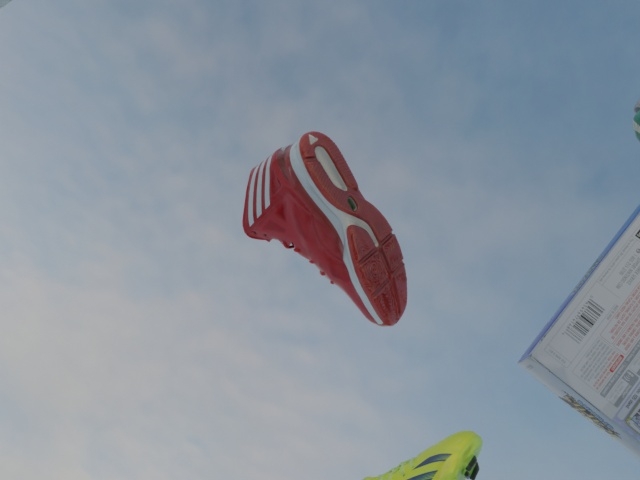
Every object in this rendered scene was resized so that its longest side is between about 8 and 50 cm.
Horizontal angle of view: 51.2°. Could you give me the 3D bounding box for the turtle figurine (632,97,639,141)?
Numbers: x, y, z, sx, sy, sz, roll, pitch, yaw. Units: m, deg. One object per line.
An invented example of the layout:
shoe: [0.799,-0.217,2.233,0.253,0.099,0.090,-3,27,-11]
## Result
turtle figurine: [0.257,-0.080,0.339,0.175,0.234,0.118,-11,-18,13]

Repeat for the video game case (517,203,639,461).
video game case: [0.392,0.107,0.715,0.244,0.269,0.061,39,-13,14]

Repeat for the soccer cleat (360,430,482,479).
soccer cleat: [0.074,0.322,0.808,0.121,0.289,0.093,44,0,34]

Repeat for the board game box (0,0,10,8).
board game box: [-0.139,-0.256,0.331,0.142,0.275,0.144,-24,-49,18]

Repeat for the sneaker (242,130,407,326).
sneaker: [0.000,0.000,0.724,0.128,0.087,0.221,-18,-79,40]
